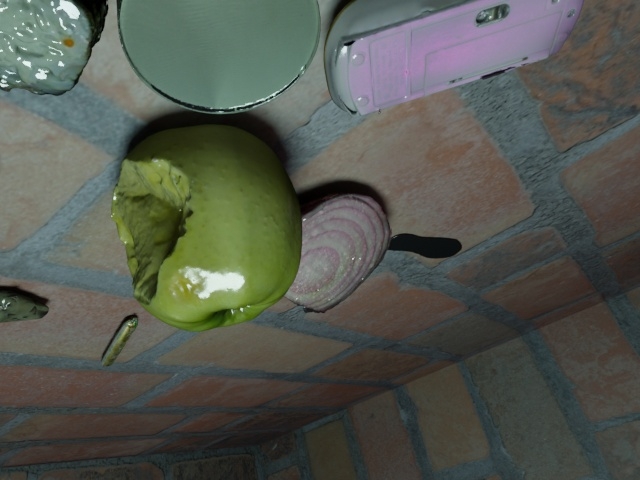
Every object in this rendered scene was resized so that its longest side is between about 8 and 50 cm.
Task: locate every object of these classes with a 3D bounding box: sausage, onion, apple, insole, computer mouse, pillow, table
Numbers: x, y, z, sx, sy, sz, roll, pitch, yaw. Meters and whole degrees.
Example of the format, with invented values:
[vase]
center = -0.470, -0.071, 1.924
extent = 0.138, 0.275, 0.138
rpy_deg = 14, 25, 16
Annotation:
[sausage]
center = -0.479, 0.243, 1.097
extent = 0.032, 0.033, 0.269
rpy_deg = 8, 142, -35
[onion]
center = 0.000, 0.000, 0.871
extent = 0.247, 0.111, 0.250
rpy_deg = -47, 133, 6
[apple]
center = -0.149, -0.013, 0.633
extent = 0.279, 0.279, 0.279
rpy_deg = -12, 150, -7
[insole]
center = 0.252, 0.013, 1.105
extent = 0.253, 0.005, 0.086
rpy_deg = 9, 141, -37
[computer mouse]
center = 0.152, -0.246, 0.553
extent = 0.310, 0.072, 0.158
rpy_deg = -17, 149, 1
[pillow]
center = -0.604, 0.112, 0.797
extent = 0.241, 0.051, 0.093
rpy_deg = 6, 149, -32
[table]
center = -0.084, -0.216, 0.337
extent = 0.126, 0.220, 0.126
rpy_deg = -13, 152, -7

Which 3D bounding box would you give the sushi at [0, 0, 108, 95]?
[sushi]
center = -0.274, -0.215, 0.339
extent = 0.225, 0.127, 0.124
rpy_deg = 20, 135, -36
